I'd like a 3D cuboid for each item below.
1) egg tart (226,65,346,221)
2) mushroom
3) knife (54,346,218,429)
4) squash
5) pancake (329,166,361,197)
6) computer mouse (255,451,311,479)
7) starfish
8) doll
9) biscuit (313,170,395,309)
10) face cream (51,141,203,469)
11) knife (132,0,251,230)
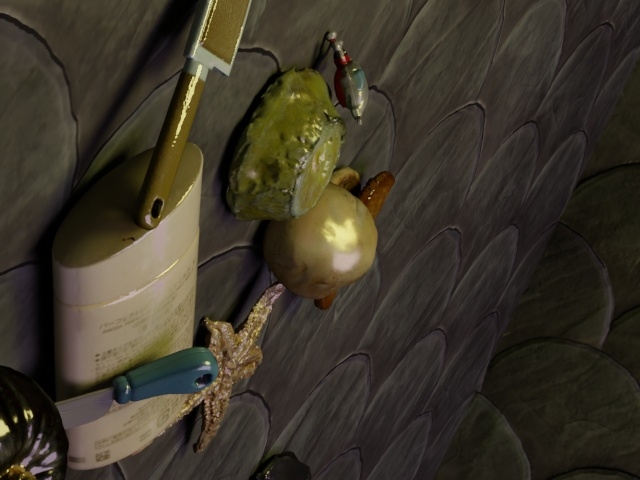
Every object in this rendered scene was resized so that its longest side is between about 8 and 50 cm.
[{"bbox_3d":[-0.028,-0.096,1.632,0.197,0.078,0.197,-54,163,-26],"label":"egg tart"},{"bbox_3d":[0.000,0.000,1.780,0.148,0.112,0.148,2,86,-38],"label":"mushroom"},{"bbox_3d":[-0.213,0.155,1.399,0.244,0.032,0.058,-18,150,-16],"label":"knife"},{"bbox_3d":[-0.294,0.192,1.213,0.193,0.156,0.193,7,90,-86],"label":"squash"},{"bbox_3d":[0.010,-0.025,1.912,0.158,0.028,0.158,-56,163,-27],"label":"pancake"},{"bbox_3d":[-0.057,0.382,2.268,0.105,0.062,0.192,-61,163,-3],"label":"computer mouse"},{"bbox_3d":[-0.127,0.175,1.804,0.295,0.048,0.231,-51,159,-27],"label":"starfish"},{"bbox_3d":[0.033,-0.179,1.650,0.039,0.114,0.057,-9,158,-22],"label":"doll"},{"bbox_3d":[0.037,-0.005,1.941,0.206,0.025,0.126,-63,168,-1],"label":"biscuit"},{"bbox_3d":[-0.187,0.072,1.427,0.173,0.081,0.348,-37,151,-34],"label":"face cream"},{"bbox_3d":[-0.101,-0.170,1.318,0.061,0.027,0.343,27,77,-54],"label":"knife"}]
